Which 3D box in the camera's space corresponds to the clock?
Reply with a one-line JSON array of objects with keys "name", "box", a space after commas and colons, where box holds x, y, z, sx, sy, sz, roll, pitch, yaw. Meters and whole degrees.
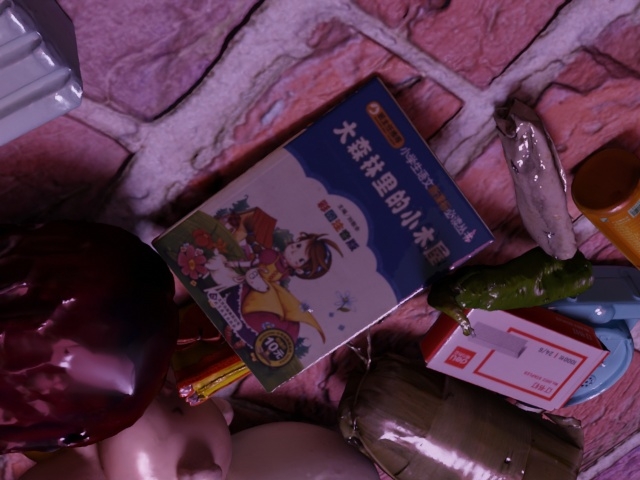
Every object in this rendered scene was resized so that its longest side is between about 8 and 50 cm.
[{"name": "clock", "box": [0.353, 0.155, 1.452, 0.224, 0.094, 0.274, -1, 133, -15]}]

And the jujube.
[{"name": "jujube", "box": [-0.329, 0.106, 1.083, 0.377, 0.258, 0.258, -5, 136, 5]}]

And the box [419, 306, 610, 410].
[{"name": "box", "box": [0.255, 0.141, 1.314, 0.229, 0.050, 0.123, 22, 118, -24]}]

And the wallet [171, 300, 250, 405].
[{"name": "wallet", "box": [-0.079, 0.097, 1.225, 0.241, 0.141, 0.067, -27, 130, 9]}]

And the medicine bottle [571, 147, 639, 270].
[{"name": "medicine bottle", "box": [0.404, -0.032, 1.279, 0.096, 0.096, 0.192, -38, 133, 20]}]

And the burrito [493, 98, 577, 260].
[{"name": "burrito", "box": [0.260, -0.077, 1.202, 0.060, 0.087, 0.226, -29, 132, -1]}]

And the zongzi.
[{"name": "zongzi", "box": [0.115, 0.282, 1.494, 0.447, 0.181, 0.418, 30, 156, -13]}]

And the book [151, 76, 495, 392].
[{"name": "book", "box": [0.000, 0.000, 1.127, 0.322, 0.018, 0.228, -36, 97, 11]}]

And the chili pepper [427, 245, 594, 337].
[{"name": "chili pepper", "box": [0.227, 0.056, 1.209, 0.076, 0.084, 0.359, -38, 165, 37]}]

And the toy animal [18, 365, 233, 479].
[{"name": "toy animal", "box": [-0.238, 0.262, 1.226, 0.247, 0.345, 0.277, -22, 105, 20]}]

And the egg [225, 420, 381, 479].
[{"name": "egg", "box": [-0.059, 0.401, 1.428, 0.345, 0.283, 0.283, -21, 147, -44]}]

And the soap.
[{"name": "soap", "box": [-0.376, -0.148, 0.916, 0.290, 0.095, 0.173, -25, 137, 8]}]
